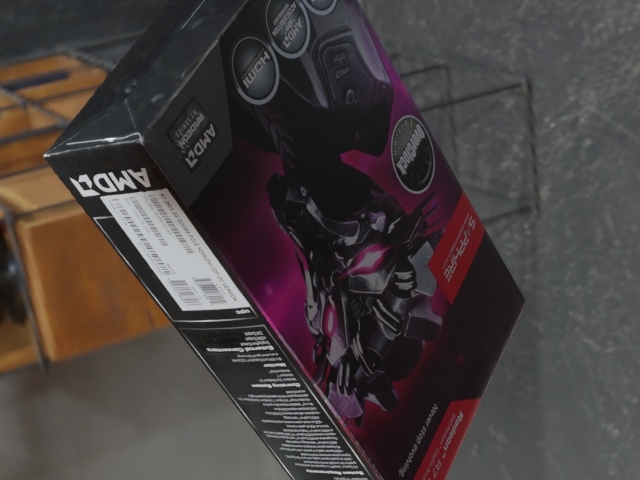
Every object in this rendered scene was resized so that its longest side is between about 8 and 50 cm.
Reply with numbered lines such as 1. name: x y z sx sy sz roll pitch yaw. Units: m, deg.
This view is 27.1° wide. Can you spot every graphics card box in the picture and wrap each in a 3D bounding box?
1. graphics card box: 0.000 0.000 0.909 0.094 0.233 0.371 -5 130 40
